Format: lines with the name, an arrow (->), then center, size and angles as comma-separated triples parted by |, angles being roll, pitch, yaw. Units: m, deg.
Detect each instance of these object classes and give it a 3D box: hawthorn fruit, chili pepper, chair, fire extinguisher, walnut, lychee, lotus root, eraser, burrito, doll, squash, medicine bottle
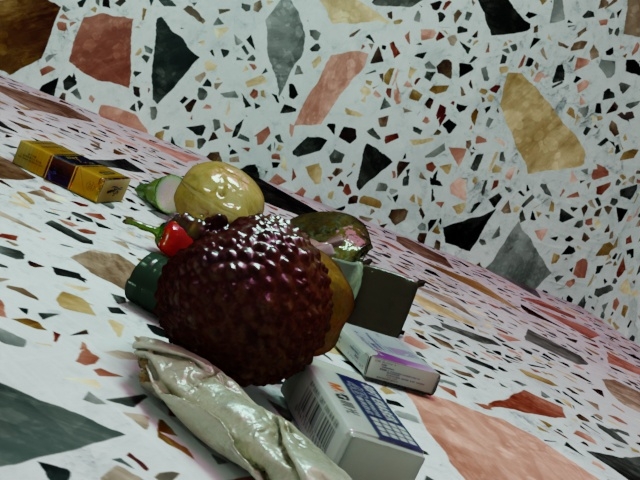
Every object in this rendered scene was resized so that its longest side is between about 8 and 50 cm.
hawthorn fruit -> -0.073, 0.098, 1.668 | 0.248, 0.208, 0.208 | 19, 10, -27
chili pepper -> -0.268, 0.013, 2.088 | 0.137, 0.091, 0.368 | 7, -8, 33
chair -> 0.108, 0.129, 2.095 | 0.186, 0.160, 0.319 | 24, 7, 14
fire extinguisher -> -0.171, 0.121, 1.567 | 0.311, 0.114, 0.095 | 28, 21, 16
walnut -> -0.247, -0.091, 2.328 | 0.222, 0.195, 0.195 | 28, 9, 3
lychee -> -0.113, 0.076, 1.384 | 0.300, 0.264, 0.264 | 53, 4, -11
lotus root -> -0.005, 0.000, 2.534 | 0.142, 0.210, 0.314 | 32, -10, -32
eraser -> 0.039, 0.263, 1.372 | 0.124, 0.081, 0.279 | 21, 10, -22
burrito -> -0.119, 0.224, 1.196 | 0.392, 0.076, 0.117 | 29, 7, 36
doll -> -0.068, 0.047, 2.021 | 0.262, 0.093, 0.211 | -24, 5, -26
squash -> -0.424, -0.123, 2.462 | 0.105, 0.105, 0.132 | 16, -6, -43
medicine bottle -> 0.120, 0.231, 1.869 | 0.171, 0.052, 0.201 | 19, 8, -24

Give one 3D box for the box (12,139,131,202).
box -> -0.599, -0.167, 2.280 | 0.237, 0.070, 0.152 | 23, 9, 10
